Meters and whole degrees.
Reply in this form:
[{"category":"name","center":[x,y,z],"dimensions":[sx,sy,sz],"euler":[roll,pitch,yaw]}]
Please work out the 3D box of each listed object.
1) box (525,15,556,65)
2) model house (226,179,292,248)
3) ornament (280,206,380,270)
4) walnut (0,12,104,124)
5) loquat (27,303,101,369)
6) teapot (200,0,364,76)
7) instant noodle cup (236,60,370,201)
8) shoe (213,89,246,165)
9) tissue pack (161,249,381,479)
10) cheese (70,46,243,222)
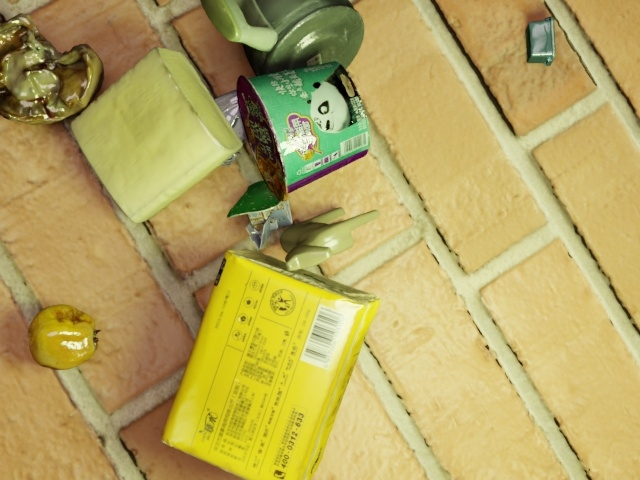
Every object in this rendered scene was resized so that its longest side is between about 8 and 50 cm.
[{"category":"box","center":[0.487,-0.440,1.701],"dimensions":[0.054,0.074,0.100],"euler":[-2,85,7]},{"category":"model house","center":[-0.106,-0.055,1.567],"dimensions":[0.117,0.167,0.088],"euler":[-10,115,19]},{"category":"ornament","center":[0.000,0.000,1.495],"dimensions":[0.244,0.230,0.061],"euler":[-25,105,-27]},{"category":"walnut","center":[-0.556,-0.319,1.533],"dimensions":[0.238,0.141,0.204],"euler":[28,86,7]},{"category":"loquat","center":[-0.505,0.192,1.510],"dimensions":[0.137,0.113,0.137],"euler":[8,71,-25]},{"category":"teapot","center":[-0.099,-0.428,1.547],"dimensions":[0.321,0.240,0.239],"euler":[-25,64,-27]},{"category":"instant noodle cup","center":[-0.029,-0.221,1.466],"dimensions":[0.190,0.251,0.251],"euler":[-21,88,-13]},{"category":"shoe","center":[-0.193,-0.226,1.594],"dimensions":[0.244,0.095,0.138],"euler":[-22,91,-4]},{"category":"tissue pack","center":[-0.090,0.238,1.453],"dimensions":[0.293,0.228,0.382],"euler":[20,92,10]},{"category":"cheese","center":[-0.326,-0.202,1.506],"dimensions":[0.265,0.124,0.243],"euler":[-34,85,21]}]
